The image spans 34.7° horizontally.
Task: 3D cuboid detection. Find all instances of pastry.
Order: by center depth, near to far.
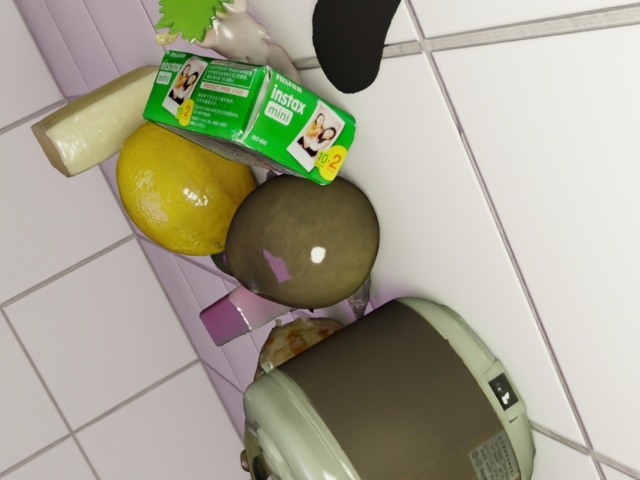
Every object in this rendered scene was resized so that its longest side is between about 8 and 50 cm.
[{"bbox_3d":[-0.033,0.254,1.753,0.237,0.170,0.256,9,84,67],"label":"pastry"}]

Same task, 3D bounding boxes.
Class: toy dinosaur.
[{"bbox_3d":[-0.111,-0.289,1.346,0.194,0.152,0.177,30,174,25],"label":"toy dinosaur"}]

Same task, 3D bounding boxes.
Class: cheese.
[{"bbox_3d":[-0.425,-0.241,2.046,0.242,0.265,0.124,27,145,62],"label":"cheese"}]

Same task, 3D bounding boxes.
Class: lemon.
[{"bbox_3d":[-0.236,-0.095,1.804,0.263,0.236,0.236,21,142,36],"label":"lemon"}]

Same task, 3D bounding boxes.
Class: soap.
[{"bbox_3d":[-0.095,0.098,1.757,0.081,0.181,0.259,61,159,0],"label":"soap"}]

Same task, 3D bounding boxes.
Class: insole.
[{"bbox_3d":[0.041,-0.249,1.119,0.119,0.009,0.348,56,163,9],"label":"insole"}]

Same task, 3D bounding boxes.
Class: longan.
[{"bbox_3d":[-0.022,-0.001,1.375,0.220,0.196,0.196,-10,111,48],"label":"longan"}]

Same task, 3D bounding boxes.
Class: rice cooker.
[{"bbox_3d":[0.074,0.273,1.327,0.335,0.325,0.335,52,161,26],"label":"rice cooker"}]

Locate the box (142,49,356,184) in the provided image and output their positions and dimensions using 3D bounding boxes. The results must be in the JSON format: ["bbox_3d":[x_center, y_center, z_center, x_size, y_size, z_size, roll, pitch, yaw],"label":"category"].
[{"bbox_3d":[-0.093,-0.158,1.307,0.180,0.103,0.250,24,176,-43],"label":"box"}]

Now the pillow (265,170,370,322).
[{"bbox_3d":[0.000,0.000,1.565,0.255,0.059,0.169,49,159,29],"label":"pillow"}]

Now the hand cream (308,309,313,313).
[{"bbox_3d":[-0.048,0.085,1.904,0.122,0.023,0.036,49,151,30],"label":"hand cream"}]

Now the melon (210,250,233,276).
[{"bbox_3d":[-0.154,0.011,1.935,0.167,0.114,0.114,39,153,57],"label":"melon"}]
